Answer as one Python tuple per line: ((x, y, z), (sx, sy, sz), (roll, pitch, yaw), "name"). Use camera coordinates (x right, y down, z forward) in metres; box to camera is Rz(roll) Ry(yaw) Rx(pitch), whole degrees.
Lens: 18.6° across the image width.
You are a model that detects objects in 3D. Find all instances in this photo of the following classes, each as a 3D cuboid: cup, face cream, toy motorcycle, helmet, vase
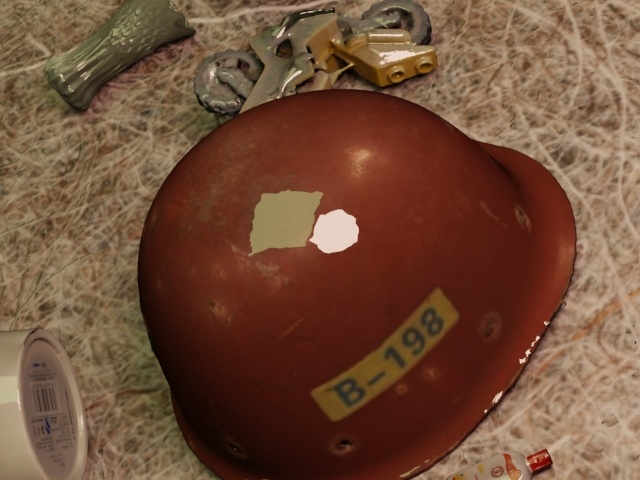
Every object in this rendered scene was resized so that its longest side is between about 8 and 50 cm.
((-0.323, 0.155, 1.694), (0.226, 0.185, 0.241), (-12, 18, 14), "cup")
((0.137, 0.182, 1.498), (0.083, 0.021, 0.040), (-25, 46, 8), "face cream")
((0.001, -0.146, 1.806), (0.229, 0.094, 0.129), (-18, 51, -1), "toy motorcycle")
((0.000, 0.000, 1.585), (0.385, 0.230, 0.337), (-36, 44, 1), "helmet")
((-0.207, -0.195, 1.969), (0.149, 0.081, 0.081), (-38, 45, 0), "vase")

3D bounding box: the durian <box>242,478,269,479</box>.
((-0.060, 0.254, 1.514), (0.110, 0.071, 0.140), (-3, 37, 20), "durian")
